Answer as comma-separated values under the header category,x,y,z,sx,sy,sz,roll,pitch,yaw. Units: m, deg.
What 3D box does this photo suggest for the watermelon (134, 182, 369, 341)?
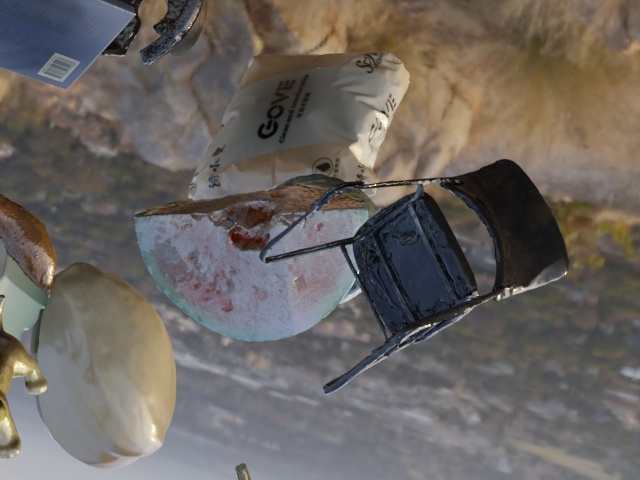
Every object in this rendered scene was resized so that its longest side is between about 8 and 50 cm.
category,x,y,z,sx,sy,sz,roll,pitch,yaw
watermelon,-0.077,0.024,1.629,0.321,0.188,0.175,5,-163,20

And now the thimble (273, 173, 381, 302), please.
category,x,y,z,sx,sy,sz,roll,pitch,yaw
thimble,0.000,0.000,1.939,0.250,0.205,0.172,2,-164,2

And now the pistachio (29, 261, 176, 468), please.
category,x,y,z,sx,sy,sz,roll,pitch,yaw
pistachio,-0.338,0.192,1.804,0.226,0.332,0.208,-12,-172,-19

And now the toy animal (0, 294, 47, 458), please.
category,x,y,z,sx,sy,sz,roll,pitch,yaw
toy animal,-0.434,0.196,1.477,0.121,0.233,0.169,-1,117,6

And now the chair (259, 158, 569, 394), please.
category,x,y,z,sx,sy,sz,roll,pitch,yaw
chair,0.088,0.021,1.017,0.221,0.140,0.145,-17,165,-38

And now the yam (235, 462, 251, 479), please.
category,x,y,z,sx,sy,sz,roll,pitch,yaw
yam,-0.102,0.375,1.690,0.021,0.021,0.116,6,122,37

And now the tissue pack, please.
category,x,y,z,sx,sy,sz,roll,pitch,yaw
tissue pack,-0.031,-0.203,2.217,0.390,0.376,0.195,-2,137,27

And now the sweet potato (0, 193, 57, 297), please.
category,x,y,z,sx,sy,sz,roll,pitch,yaw
sweet potato,-0.421,-0.025,1.585,0.226,0.068,0.068,55,153,-14

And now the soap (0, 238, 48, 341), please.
category,x,y,z,sx,sy,sz,roll,pitch,yaw
soap,-0.544,0.083,1.769,0.289,0.173,0.095,-4,130,37

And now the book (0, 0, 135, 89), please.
category,x,y,z,sx,sy,sz,roll,pitch,yaw
book,-0.431,-0.319,1.689,0.269,0.025,0.191,15,136,-44

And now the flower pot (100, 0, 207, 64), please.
category,x,y,z,sx,sy,sz,roll,pitch,yaw
flower pot,-0.342,-0.462,2.091,0.379,0.379,0.251,14,179,16
